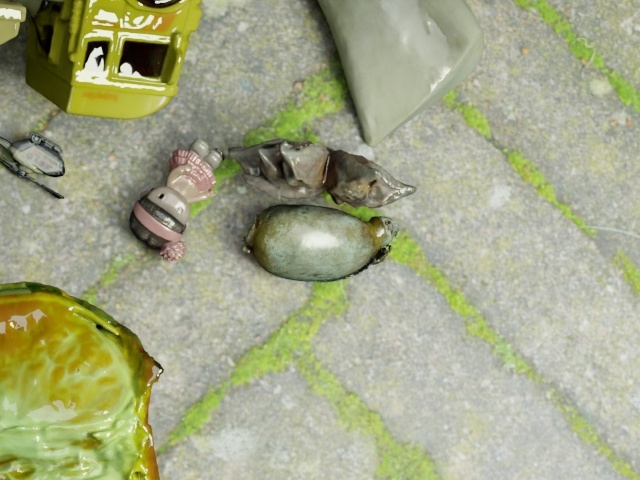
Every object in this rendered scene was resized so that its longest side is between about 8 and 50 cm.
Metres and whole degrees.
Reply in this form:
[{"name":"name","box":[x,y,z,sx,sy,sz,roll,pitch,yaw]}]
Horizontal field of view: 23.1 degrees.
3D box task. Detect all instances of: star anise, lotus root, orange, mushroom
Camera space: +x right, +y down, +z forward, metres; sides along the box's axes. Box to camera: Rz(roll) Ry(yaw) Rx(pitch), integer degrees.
[{"name":"star anise","box":[0.009,-0.065,1.601,0.182,0.195,0.065,10,87,-28]},{"name":"lotus root","box":[0.000,0.003,1.618,0.165,0.088,0.088,3,74,-16]},{"name":"orange","box":[-0.289,0.205,1.435,0.263,0.196,0.334,-9,83,-33]},{"name":"mushroom","box":[0.008,-0.311,1.692,0.177,0.126,0.397,-37,89,-11]}]

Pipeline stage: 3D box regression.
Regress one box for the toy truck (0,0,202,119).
[{"name":"toy truck","box":[-0.320,-0.225,1.506,0.405,0.181,0.254,3,110,-31]}]

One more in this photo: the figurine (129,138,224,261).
[{"name":"figurine","box":[-0.145,-0.042,1.620,0.072,0.054,0.129,40,62,-15]}]

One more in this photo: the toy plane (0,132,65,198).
[{"name":"toy plane","box":[-0.306,-0.089,1.605,0.121,0.031,0.049,32,79,-6]}]
